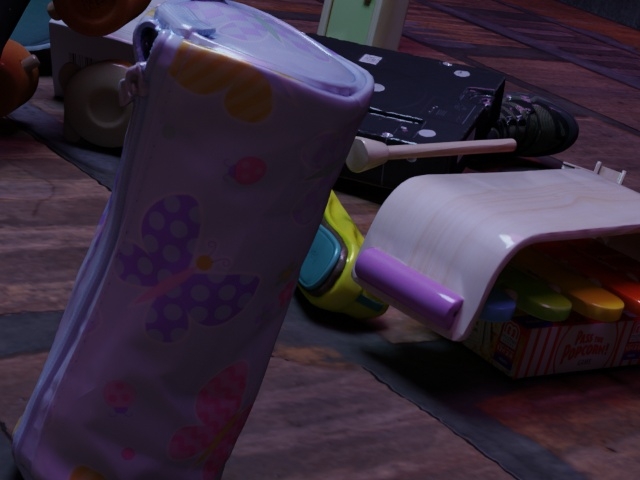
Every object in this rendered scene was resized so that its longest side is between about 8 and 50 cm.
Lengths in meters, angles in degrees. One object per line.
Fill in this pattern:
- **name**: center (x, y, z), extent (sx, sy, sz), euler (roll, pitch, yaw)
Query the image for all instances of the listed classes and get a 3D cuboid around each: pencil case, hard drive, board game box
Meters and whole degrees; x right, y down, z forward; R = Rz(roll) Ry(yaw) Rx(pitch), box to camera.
- **pencil case**: center (-0.069, 0.014, 0.686), extent (0.113, 0.273, 0.124), euler (34, 25, 32)
- **hard drive**: center (0.006, -0.148, 1.443), extent (0.339, 0.064, 0.237), euler (15, 30, 14)
- **board game box**: center (0.148, 0.046, 1.097), extent (0.147, 0.045, 0.193), euler (-1, 24, -38)

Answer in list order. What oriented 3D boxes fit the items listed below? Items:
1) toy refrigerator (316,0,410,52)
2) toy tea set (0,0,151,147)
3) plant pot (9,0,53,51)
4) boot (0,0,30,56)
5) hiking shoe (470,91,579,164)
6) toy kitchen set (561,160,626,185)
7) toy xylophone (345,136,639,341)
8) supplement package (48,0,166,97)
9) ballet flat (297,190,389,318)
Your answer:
- **toy refrigerator**: center (0.080, -0.411, 2.026), extent (0.102, 0.269, 0.094), euler (25, 21, 28)
- **toy tea set**: center (-0.305, -0.212, 1.300), extent (0.336, 0.200, 0.124), euler (8, 26, -1)
- **plant pot**: center (-0.398, -0.346, 1.548), extent (0.293, 0.293, 0.196), euler (-1, -3, -38)
- **boot**: center (-0.395, -0.272, 1.125), extent (0.377, 0.284, 0.138), euler (35, -15, -2)
- **hiking shoe**: center (0.202, -0.122, 1.600), extent (0.227, 0.086, 0.114), euler (5, 33, -9)
- **toy kitchen set**: center (0.283, -0.040, 1.467), extent (0.068, 0.075, 0.083), euler (21, -20, 12)
- **toy xylophone**: center (0.158, -0.007, 1.053), extent (0.323, 0.081, 0.236), euler (0, 23, -36)
- **supplement package**: center (-0.207, -0.234, 1.463), extent (0.105, 0.105, 0.179), euler (16, 47, 10)
- **ballet flat**: center (0.000, 0.000, 1.107), extent (0.077, 0.077, 0.231), euler (28, 13, -27)
